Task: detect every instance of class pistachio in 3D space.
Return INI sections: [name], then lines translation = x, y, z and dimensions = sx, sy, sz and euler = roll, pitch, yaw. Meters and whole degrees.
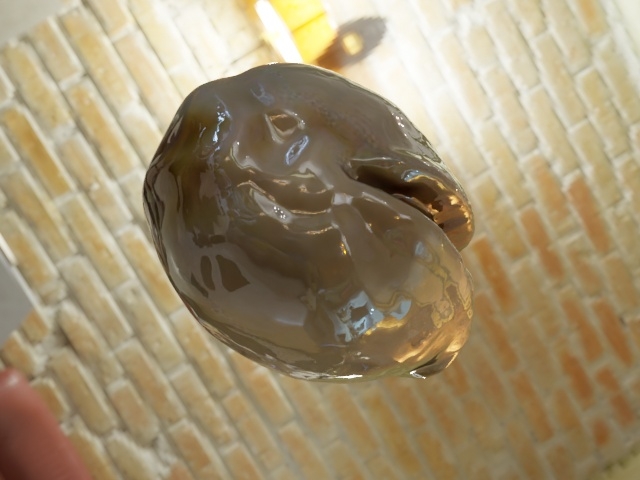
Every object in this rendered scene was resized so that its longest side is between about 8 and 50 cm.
[pistachio]
translation = 0.000, 0.000, 0.582
dimensions = 0.144, 0.144, 0.215
euler = 55, 3, 31
